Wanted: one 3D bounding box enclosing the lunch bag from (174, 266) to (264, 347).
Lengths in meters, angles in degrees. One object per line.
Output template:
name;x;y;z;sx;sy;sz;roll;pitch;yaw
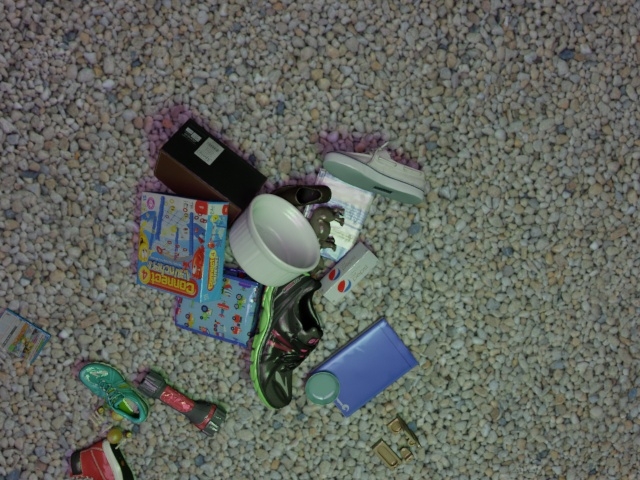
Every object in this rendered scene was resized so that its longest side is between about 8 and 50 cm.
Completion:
lunch bag;-0.350;0.200;1.798;0.293;0.138;0.221;12;99;3

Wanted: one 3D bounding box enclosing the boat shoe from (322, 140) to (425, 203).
boat shoe;0.186;-0.248;1.761;0.367;0.136;0.156;18;74;-17

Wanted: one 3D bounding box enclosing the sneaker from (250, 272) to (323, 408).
sneaker;-0.100;0.330;1.776;0.202;0.185;0.483;11;98;20

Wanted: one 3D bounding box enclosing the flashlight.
flashlight;-0.466;0.544;1.835;0.304;0.103;0.103;35;95;-9

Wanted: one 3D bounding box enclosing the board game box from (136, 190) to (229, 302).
board game box;-0.435;0.012;1.691;0.308;0.086;0.302;10;98;34

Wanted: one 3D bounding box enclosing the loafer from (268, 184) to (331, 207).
loafer;-0.077;-0.148;1.764;0.220;0.078;0.080;-8;90;16

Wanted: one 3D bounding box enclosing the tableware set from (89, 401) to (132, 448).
tableware set;-0.701;0.618;1.850;0.104;0.024;0.154;-41;96;-29

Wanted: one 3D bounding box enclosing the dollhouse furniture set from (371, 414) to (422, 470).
dollhouse furniture set;0.272;0.734;1.907;0.151;0.123;0.144;-41;98;2

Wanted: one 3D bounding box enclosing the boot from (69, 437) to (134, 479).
boot;-0.749;0.814;1.860;0.176;0.088;0.244;-23;91;-1

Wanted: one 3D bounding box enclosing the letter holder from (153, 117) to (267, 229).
letter holder;-0.357;-0.199;1.738;0.302;0.214;0.152;38;61;-7

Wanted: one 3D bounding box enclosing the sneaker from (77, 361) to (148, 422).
sneaker;-0.679;0.503;1.804;0.275;0.110;0.107;42;78;-10

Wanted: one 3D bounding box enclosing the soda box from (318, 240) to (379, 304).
soda box;0.090;0.110;1.827;0.216;0.069;0.074;-45;128;2

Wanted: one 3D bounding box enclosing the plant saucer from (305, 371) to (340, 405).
plant saucer;0.007;0.504;1.865;0.119;0.021;0.119;-1;97;-4

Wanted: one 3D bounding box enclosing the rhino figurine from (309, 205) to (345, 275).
rhino figurine;0.000;0.000;1.786;0.106;0.073;0.243;14;100;-13

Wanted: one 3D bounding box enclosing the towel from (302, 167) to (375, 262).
towel;0.044;-0.079;1.830;0.209;0.034;0.285;21;97;-9

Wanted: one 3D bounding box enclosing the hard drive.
hard drive;0.154;0.443;1.902;0.319;0.040;0.210;-37;99;1

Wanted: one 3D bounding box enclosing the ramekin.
ramekin;-0.145;0.006;1.662;0.135;0.277;0.277;-37;100;30

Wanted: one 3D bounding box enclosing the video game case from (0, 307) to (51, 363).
video game case;-1.000;0.318;1.808;0.166;0.015;0.119;35;93;-8
